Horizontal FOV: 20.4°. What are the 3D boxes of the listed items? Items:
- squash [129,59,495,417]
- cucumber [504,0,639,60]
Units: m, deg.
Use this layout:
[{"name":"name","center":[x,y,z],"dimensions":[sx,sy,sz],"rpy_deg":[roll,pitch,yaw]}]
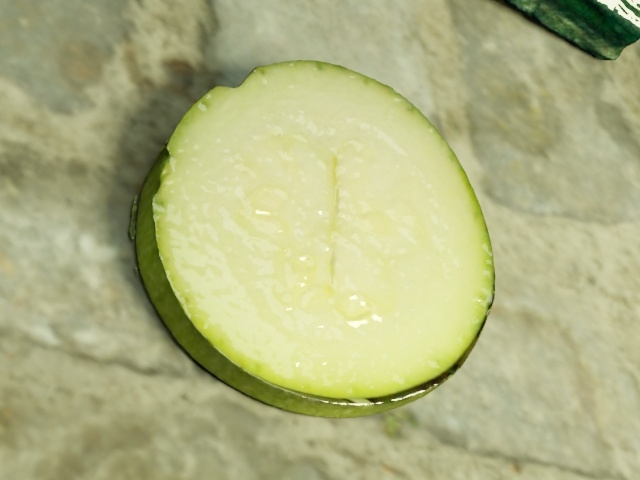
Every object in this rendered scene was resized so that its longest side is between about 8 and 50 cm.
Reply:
[{"name":"squash","center":[-0.002,0.002,1.047],"dimensions":[0.219,0.041,0.219],"rpy_deg":[9,65,-20]},{"name":"cucumber","center":[0.181,-0.196,1.210],"dimensions":[0.115,0.062,0.116],"rpy_deg":[32,55,-18]}]
